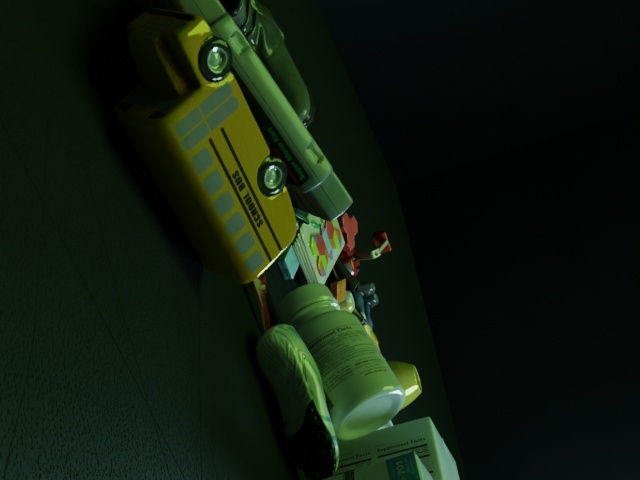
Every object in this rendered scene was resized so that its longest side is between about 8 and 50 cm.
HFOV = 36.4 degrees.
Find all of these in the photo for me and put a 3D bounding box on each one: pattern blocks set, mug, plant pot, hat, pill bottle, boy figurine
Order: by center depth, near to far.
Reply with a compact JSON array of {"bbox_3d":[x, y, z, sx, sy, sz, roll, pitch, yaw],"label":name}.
[{"bbox_3d":[-0.127,0.012,1.399,0.208,0.183,0.173,30,-1,0],"label":"hat"},{"bbox_3d":[0.021,0.182,1.505,0.229,0.131,0.131,56,0,33],"label":"pill bottle"},{"bbox_3d":[0.000,0.000,1.854,0.325,0.026,0.285,-74,148,-41],"label":"pattern blocks set"},{"bbox_3d":[0.037,0.136,1.970,0.062,0.064,0.078,-53,125,-79],"label":"mug"},{"bbox_3d":[0.103,0.224,2.110,0.177,0.092,0.285,72,4,-49],"label":"boy figurine"},{"bbox_3d":[0.192,0.349,2.366,0.134,0.095,0.134,-16,90,-80],"label":"plant pot"}]

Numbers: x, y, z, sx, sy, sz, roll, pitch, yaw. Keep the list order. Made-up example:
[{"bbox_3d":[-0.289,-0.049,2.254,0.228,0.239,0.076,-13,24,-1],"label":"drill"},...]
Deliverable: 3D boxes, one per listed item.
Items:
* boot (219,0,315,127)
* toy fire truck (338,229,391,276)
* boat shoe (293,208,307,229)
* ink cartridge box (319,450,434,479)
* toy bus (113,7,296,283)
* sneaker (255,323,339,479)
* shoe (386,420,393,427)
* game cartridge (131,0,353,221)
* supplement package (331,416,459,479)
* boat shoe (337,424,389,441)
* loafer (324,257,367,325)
[{"bbox_3d":[-0.129,-0.368,1.846,0.223,0.118,0.338,53,11,-55],"label":"boot"},{"bbox_3d":[0.090,0.035,2.218,0.192,0.135,0.047,-69,140,-75],"label":"toy fire truck"},{"bbox_3d":[-0.082,-0.081,1.581,0.114,0.091,0.302,28,-3,25],"label":"boat shoe"},{"bbox_3d":[0.068,0.380,1.363,0.139,0.191,0.082,60,15,-53],"label":"ink cartridge box"},{"bbox_3d":[-0.141,-0.111,1.179,0.108,0.130,0.332,21,-32,42],"label":"toy bus"},{"bbox_3d":[-0.023,0.232,1.409,0.086,0.085,0.237,-29,102,-62],"label":"sneaker"},{"bbox_3d":[0.116,0.402,1.923,0.081,0.063,0.178,-94,178,-64],"label":"shoe"},{"bbox_3d":[-0.108,-0.185,1.295,0.355,0.068,0.230,55,-9,-22],"label":"game cartridge"},{"bbox_3d":[0.127,0.456,1.535,0.199,0.198,0.262,59,17,-51],"label":"supplement package"},{"bbox_3d":[0.038,0.300,1.648,0.088,0.096,0.267,45,7,30],"label":"boat shoe"},{"bbox_3d":[0.044,0.091,2.039,0.080,0.078,0.220,-13,86,-80],"label":"loafer"}]
